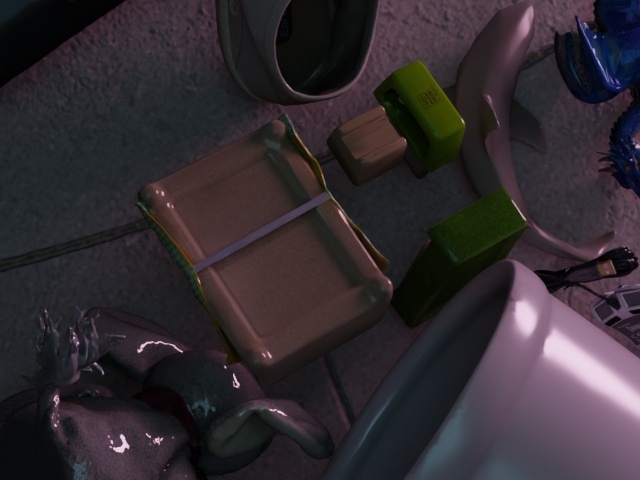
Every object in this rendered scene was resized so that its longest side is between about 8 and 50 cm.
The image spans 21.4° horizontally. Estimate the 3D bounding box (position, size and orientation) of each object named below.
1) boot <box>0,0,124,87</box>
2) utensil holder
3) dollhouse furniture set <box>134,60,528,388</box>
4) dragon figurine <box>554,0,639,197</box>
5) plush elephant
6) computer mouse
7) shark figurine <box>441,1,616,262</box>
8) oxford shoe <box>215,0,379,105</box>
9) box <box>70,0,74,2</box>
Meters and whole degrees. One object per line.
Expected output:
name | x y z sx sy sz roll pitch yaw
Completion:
boot | -0.299 -0.146 1.529 0.445 0.146 0.367 -40 90 -14
utensil holder | 0.215 0.253 1.381 0.385 0.327 0.327 34 81 -6
dollhouse furniture set | 0.000 0.000 1.510 0.301 0.151 0.197 -28 76 -22
dragon figurine | 0.278 -0.184 1.616 0.144 0.085 0.289 -29 88 -9
plush elephant | -0.152 0.190 1.460 0.255 0.272 0.330 -6 121 -42
computer mouse | 0.288 0.057 1.570 0.193 0.106 0.042 30 49 -37
shark figurine | 0.177 -0.079 1.580 0.166 0.116 0.278 -20 84 -7
oxford shoe | -0.028 -0.312 1.459 0.169 0.130 0.449 -25 126 -27
box | -0.263 -0.312 1.473 0.186 0.038 0.145 27 76 2
